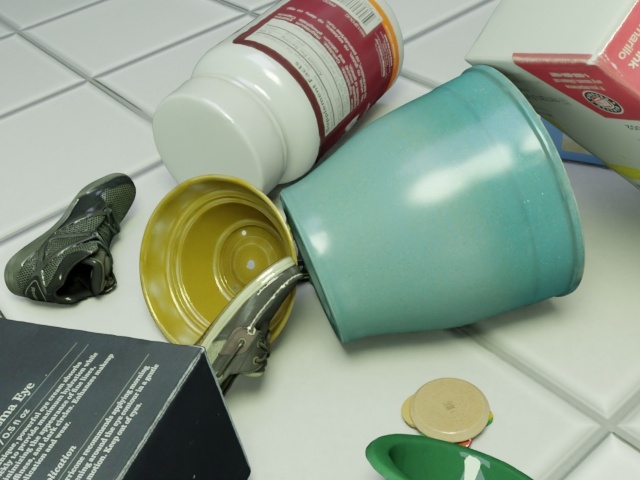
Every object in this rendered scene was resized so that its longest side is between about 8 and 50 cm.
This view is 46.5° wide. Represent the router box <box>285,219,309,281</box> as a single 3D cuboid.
[{"bbox_3d":[0.000,0.000,0.982,0.092,0.038,0.123,-5,38,4],"label":"router box"}]

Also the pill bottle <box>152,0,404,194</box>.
[{"bbox_3d":[-0.054,-0.226,1.126,0.224,0.224,0.392,17,45,29],"label":"pill bottle"}]

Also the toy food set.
[{"bbox_3d":[0.130,0.174,0.754,0.083,0.020,0.082,-27,42,-22],"label":"toy food set"}]

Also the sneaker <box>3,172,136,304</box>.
[{"bbox_3d":[-0.300,0.001,1.005,0.130,0.087,0.228,16,48,25],"label":"sneaker"}]

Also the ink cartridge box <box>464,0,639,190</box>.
[{"bbox_3d":[0.380,-0.140,0.756,0.161,0.384,0.279,-58,17,5],"label":"ink cartridge box"}]

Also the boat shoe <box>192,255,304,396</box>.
[{"bbox_3d":[-0.087,0.116,0.777,0.073,0.080,0.223,43,93,11],"label":"boat shoe"}]

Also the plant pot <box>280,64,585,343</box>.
[{"bbox_3d":[0.101,-0.019,0.819,0.255,0.272,0.272,-22,40,-5],"label":"plant pot"}]

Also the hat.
[{"bbox_3d":[0.094,0.284,0.623,0.172,0.184,0.208,17,3,20],"label":"hat"}]

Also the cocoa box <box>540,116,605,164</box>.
[{"bbox_3d":[0.443,-0.297,1.015,0.231,0.347,0.228,13,44,25],"label":"cocoa box"}]

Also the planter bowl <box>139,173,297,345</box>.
[{"bbox_3d":[-0.102,0.032,0.885,0.217,0.217,0.090,13,8,26],"label":"planter bowl"}]

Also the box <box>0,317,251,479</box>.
[{"bbox_3d":[-0.279,0.245,0.609,0.312,0.179,0.343,6,40,23],"label":"box"}]
